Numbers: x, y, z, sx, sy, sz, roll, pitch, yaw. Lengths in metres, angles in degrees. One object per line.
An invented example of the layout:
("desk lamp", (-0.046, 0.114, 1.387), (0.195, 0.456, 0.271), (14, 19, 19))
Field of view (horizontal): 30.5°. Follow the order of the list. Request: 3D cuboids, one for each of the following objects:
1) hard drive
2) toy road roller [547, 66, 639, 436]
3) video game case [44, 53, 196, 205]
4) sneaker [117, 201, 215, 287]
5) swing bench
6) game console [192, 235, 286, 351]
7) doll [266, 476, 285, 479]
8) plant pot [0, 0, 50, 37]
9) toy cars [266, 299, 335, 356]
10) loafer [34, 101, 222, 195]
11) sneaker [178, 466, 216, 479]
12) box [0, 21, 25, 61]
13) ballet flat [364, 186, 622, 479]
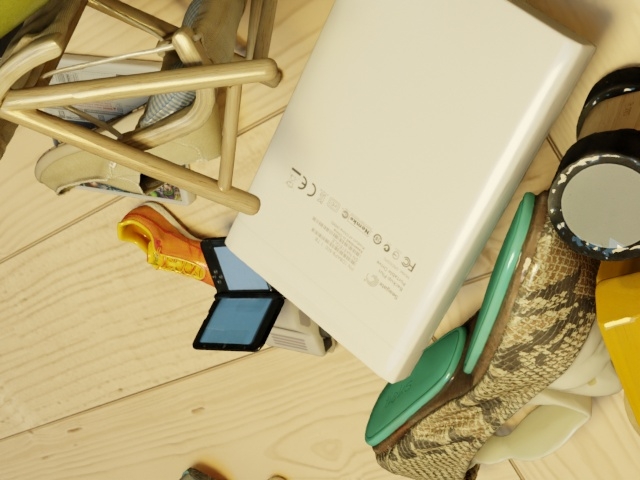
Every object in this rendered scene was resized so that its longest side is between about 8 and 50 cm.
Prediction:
("hard drive", (0.065, -0.079, 1.069), (0.233, 0.047, 0.353), (39, 118, 26))
("toy road roller", (0.340, 0.001, 0.940), (0.241, 0.202, 0.329), (-13, 111, 27))
("video game case", (-0.240, -0.130, 1.365), (0.190, 0.022, 0.173), (9, 124, 29))
("sneaker", (-0.163, 0.021, 1.376), (0.175, 0.067, 0.064), (28, 137, 20))
("swing bench", (-0.163, -0.169, 1.069), (0.255, 0.253, 0.165), (7, 128, -2))
("game console", (-0.096, 0.056, 1.256), (0.122, 0.071, 0.107), (-4, 110, 47))
("doll", (-0.074, 0.390, 1.578), (0.129, 0.046, 0.189), (14, 126, 2))
("plant pot", (-0.281, -0.330, 0.925), (0.366, 0.353, 0.366), (34, 173, 5))
("toy cars", (0.000, 0.000, 1.241), (0.176, 0.087, 0.393), (42, 134, 4))
("loafer", (-0.210, -0.092, 1.285), (0.269, 0.102, 0.092), (-19, 102, 39))
("sneaker", (-0.182, 0.431, 1.630), (0.104, 0.125, 0.261), (24, 130, 19))
("box", (-0.553, -0.324, 1.340), (0.313, 0.179, 0.343), (-5, 116, 38))
("ballet flat", (0.191, 0.120, 1.140), (0.182, 0.164, 0.482), (24, 145, -1))
